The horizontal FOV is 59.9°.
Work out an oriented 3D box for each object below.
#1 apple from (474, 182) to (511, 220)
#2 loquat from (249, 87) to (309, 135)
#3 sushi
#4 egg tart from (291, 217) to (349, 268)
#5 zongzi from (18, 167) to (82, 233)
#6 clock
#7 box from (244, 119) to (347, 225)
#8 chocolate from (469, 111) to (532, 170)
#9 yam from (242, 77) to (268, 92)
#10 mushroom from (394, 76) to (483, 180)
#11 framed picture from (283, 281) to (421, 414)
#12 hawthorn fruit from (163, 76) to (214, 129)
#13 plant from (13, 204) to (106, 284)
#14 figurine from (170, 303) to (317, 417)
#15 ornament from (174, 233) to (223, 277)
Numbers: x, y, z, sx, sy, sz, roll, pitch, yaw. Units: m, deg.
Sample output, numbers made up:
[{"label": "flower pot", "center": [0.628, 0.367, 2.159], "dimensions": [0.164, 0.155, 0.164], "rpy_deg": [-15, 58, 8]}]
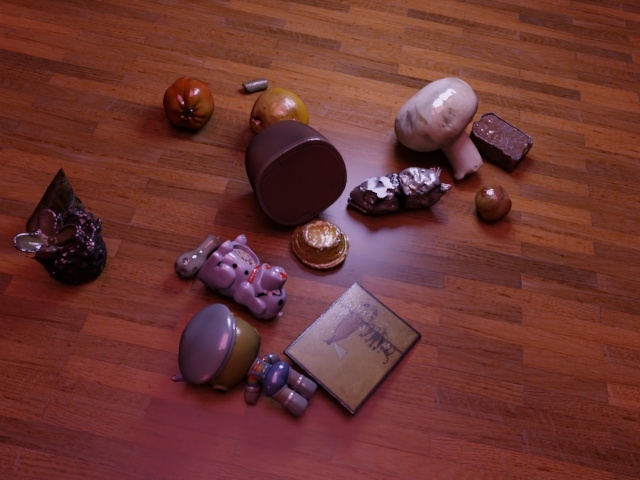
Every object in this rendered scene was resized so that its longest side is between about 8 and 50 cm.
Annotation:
[{"label": "apple", "center": [0.576, -0.127, 1.858], "dimensions": [0.126, 0.102, 0.126], "rpy_deg": [34, 34, -27]}, {"label": "loquat", "center": [-0.141, -0.421, 1.910], "dimensions": [0.208, 0.208, 0.208], "rpy_deg": [3, 58, -5]}, {"label": "sushi", "center": [0.257, -0.161, 1.831], "dimensions": [0.332, 0.130, 0.124], "rpy_deg": [-10, 60, -12]}, {"label": "egg tart", "center": [0.000, 0.000, 1.737], "dimensions": [0.191, 0.074, 0.191], "rpy_deg": [2, 58, -3]}, {"label": "zongzi", "center": [-0.809, -0.105, 1.640], "dimensions": [0.084, 0.184, 0.187], "rpy_deg": [32, 60, 8]}, {"label": "clock", "center": [-0.200, 0.123, 1.591], "dimensions": [0.254, 0.189, 0.189], "rpy_deg": [37, 61, 9]}, {"label": "box", "center": [-0.094, -0.224, 1.739], "dimensions": [0.301, 0.300, 0.216], "rpy_deg": [-19, 41, -17]}, {"label": "chocolate", "center": [0.646, -0.358, 2.020], "dimensions": [0.214, 0.093, 0.148], "rpy_deg": [38, 60, 15]}, {"label": "yam", "center": [-0.245, -0.582, 2.086], "dimensions": [0.094, 0.043, 0.043], "rpy_deg": [-22, 63, -17]}, {"label": "mushroom", "center": [0.432, -0.379, 1.934], "dimensions": [0.314, 0.314, 0.336], "rpy_deg": [-37, 101, -25]}, {"label": "framed picture", "center": [0.097, 0.291, 1.571], "dimensions": [0.255, 0.014, 0.339], "rpy_deg": [39, 54, 17]}, {"label": "hawthorn fruit", "center": [-0.453, -0.481, 1.925], "dimensions": [0.189, 0.189, 0.189], "rpy_deg": [3, 58, -5]}, {"label": "plant", "center": [-0.709, 0.007, 1.562], "dimensions": [0.204, 0.234, 0.178], "rpy_deg": [-17, 56, -10]}, {"label": "figurine", "center": [-0.182, 0.306, 1.456], "dimensions": [0.382, 0.205, 0.224], "rpy_deg": [18, 64, -5]}, {"label": "ornament", "center": [-0.367, 0.051, 1.663], "dimensions": [0.075, 0.081, 0.156], "rpy_deg": [11, 47, 41]}]
